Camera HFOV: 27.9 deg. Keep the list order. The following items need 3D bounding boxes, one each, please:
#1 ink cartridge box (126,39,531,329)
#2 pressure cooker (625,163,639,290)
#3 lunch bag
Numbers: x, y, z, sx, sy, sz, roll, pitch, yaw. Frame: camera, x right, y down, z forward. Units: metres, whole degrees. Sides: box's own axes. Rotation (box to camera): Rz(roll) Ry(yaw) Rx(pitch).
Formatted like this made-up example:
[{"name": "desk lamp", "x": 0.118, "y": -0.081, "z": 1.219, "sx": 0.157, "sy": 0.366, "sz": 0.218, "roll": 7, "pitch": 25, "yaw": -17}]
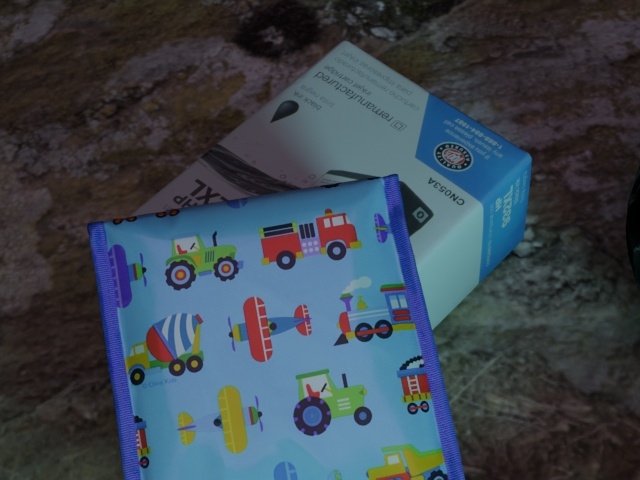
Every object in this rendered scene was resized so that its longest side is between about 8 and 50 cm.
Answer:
[{"name": "ink cartridge box", "x": 0.000, "y": 0.000, "z": 1.117, "sx": 0.223, "sy": 0.129, "sz": 0.307, "roll": 36, "pitch": 64, "yaw": 25}, {"name": "pressure cooker", "x": 0.466, "y": -0.112, "z": 1.025, "sx": 0.370, "sy": 0.375, "sz": 0.420, "roll": 14, "pitch": 57, "yaw": 16}, {"name": "lunch bag", "x": -0.026, "y": 0.123, "z": 0.884, "sx": 0.221, "sy": 0.138, "sz": 0.293, "roll": -9, "pitch": 62, "yaw": -4}]
